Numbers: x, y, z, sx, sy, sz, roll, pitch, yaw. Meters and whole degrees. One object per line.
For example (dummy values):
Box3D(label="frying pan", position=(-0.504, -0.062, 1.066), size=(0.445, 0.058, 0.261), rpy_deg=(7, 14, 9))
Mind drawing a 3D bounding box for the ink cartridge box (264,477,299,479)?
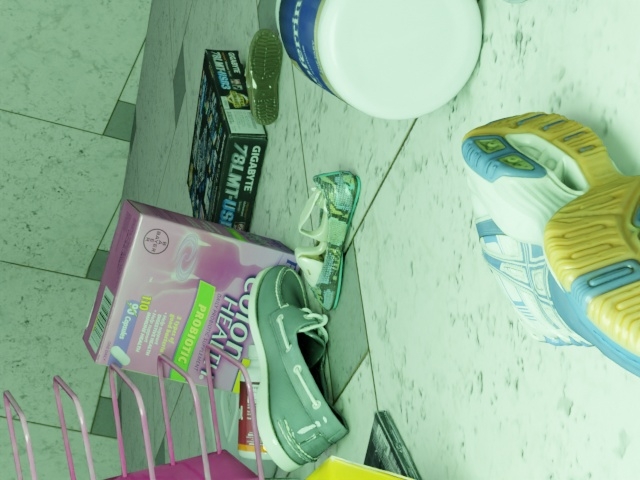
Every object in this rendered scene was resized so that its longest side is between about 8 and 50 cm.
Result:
Box3D(label="ink cartridge box", position=(-0.070, 0.425, 1.555), size=(0.127, 0.072, 0.175), rpy_deg=(-106, 25, -48))

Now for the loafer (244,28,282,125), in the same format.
Box3D(label="loafer", position=(-0.093, -0.253, 1.783), size=(0.050, 0.056, 0.148), rpy_deg=(-164, 78, -67))

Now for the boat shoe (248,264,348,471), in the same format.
Box3D(label="boat shoe", position=(-0.021, 0.142, 1.454), size=(0.099, 0.116, 0.319), rpy_deg=(-29, 38, 20))

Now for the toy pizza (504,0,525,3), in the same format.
Box3D(label="toy pizza", position=(0.164, -0.296, 0.938), size=(0.201, 0.032, 0.201), rpy_deg=(-177, 90, -74))

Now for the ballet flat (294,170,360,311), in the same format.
Box3D(label="ballet flat", position=(0.000, 0.000, 1.402), size=(0.070, 0.070, 0.188), rpy_deg=(-119, 35, -62))

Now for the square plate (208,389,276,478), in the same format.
Box3D(label="square plate", position=(-0.124, 0.252, 1.822), size=(0.347, 0.049, 0.344), rpy_deg=(-106, 24, -48))

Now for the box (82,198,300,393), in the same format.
Box3D(label="box", position=(-0.180, 0.082, 1.611), size=(0.117, 0.243, 0.213), rpy_deg=(32, 105, 66))

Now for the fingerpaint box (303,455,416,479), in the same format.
Box3D(label="fingerpaint box", position=(-0.036, 0.453, 1.013), size=(0.445, 0.163, 0.371), rpy_deg=(129, 155, -50))

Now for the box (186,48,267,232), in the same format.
Box3D(label="box", position=(-0.172, -0.137, 2.011), size=(0.293, 0.073, 0.295), rpy_deg=(-107, 25, -52))

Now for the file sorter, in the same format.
Box3D(label="file sorter", position=(-0.236, 0.253, 1.443), size=(0.202, 0.291, 0.182), rpy_deg=(-167, 68, -67))

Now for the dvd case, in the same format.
Box3D(label="dvd case", position=(0.066, 0.315, 1.200), size=(0.164, 0.018, 0.221), rpy_deg=(-118, 35, -59))

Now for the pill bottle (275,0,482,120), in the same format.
Box3D(label="pill bottle", position=(0.043, -0.213, 1.129), size=(0.264, 0.153, 0.153), rpy_deg=(-131, 46, -69))

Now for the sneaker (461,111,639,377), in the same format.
Box3D(label="sneaker", position=(0.182, 0.023, 0.742), size=(0.296, 0.112, 0.131), rpy_deg=(-114, 14, -61))

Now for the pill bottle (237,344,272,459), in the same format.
Box3D(label="pill bottle", position=(-0.068, 0.219, 1.563), size=(0.086, 0.086, 0.152), rpy_deg=(161, 112, -73))
